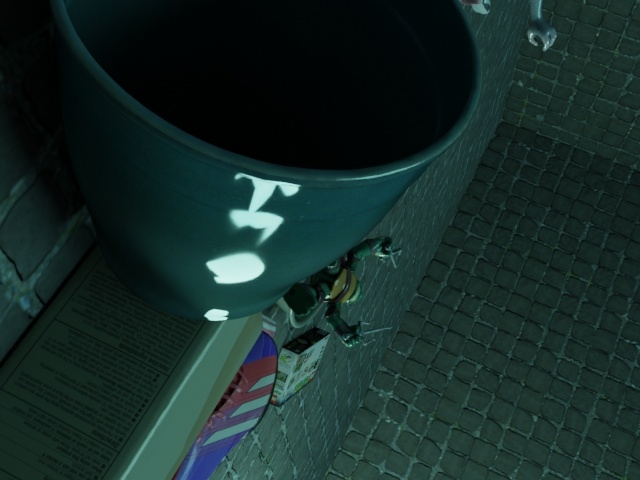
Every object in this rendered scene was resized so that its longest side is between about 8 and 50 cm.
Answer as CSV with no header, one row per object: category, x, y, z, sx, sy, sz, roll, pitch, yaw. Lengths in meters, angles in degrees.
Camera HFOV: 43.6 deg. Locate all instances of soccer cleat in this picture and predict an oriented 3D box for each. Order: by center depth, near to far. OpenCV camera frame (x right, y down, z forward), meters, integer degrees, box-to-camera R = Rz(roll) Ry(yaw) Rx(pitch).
soccer cleat,-0.151,0.226,1.021,0.318,0.108,0.116,-55,158,-32

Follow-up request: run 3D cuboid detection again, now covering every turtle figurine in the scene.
turtle figurine,0.035,0.069,1.202,0.234,0.118,0.175,23,75,-61

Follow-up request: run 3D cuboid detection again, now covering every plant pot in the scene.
plant pot,-0.064,-0.076,0.586,0.272,0.271,0.255,-55,177,-39

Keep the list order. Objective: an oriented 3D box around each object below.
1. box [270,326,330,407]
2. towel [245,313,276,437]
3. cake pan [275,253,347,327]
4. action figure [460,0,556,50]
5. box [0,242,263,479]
box,-0.044,0.245,1.573,0.114,0.036,0.207,-69,166,10
towel,-0.111,0.208,1.228,0.144,0.029,0.197,50,55,-75
cake pan,0.000,0.000,1.311,0.293,0.054,0.293,-59,164,-29
action figure,0.285,-0.473,1.220,0.276,0.248,0.370,97,18,-45
box,-0.186,0.144,0.675,0.311,0.148,0.121,-57,164,-28
